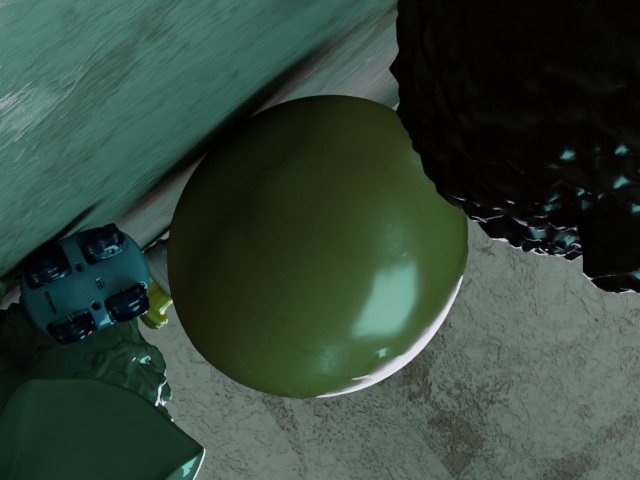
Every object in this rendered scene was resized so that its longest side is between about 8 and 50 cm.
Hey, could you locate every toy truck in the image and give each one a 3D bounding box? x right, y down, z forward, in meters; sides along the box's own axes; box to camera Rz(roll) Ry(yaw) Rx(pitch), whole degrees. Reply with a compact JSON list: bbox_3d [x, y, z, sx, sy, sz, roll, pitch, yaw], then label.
[{"bbox_3d":[-0.139,0.020,0.948,0.073,0.056,0.090,-23,-166,-10],"label":"toy truck"}]

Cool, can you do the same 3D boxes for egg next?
[{"bbox_3d":[0.000,0.000,1.112,0.201,0.201,0.244,-39,168,-28],"label":"egg"}]

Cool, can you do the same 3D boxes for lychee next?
[{"bbox_3d":[0.160,-0.100,0.730,0.260,0.260,0.260,-39,-179,0],"label":"lychee"}]

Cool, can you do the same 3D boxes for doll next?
[{"bbox_3d":[-0.101,0.001,1.592,0.207,0.081,0.129,-41,-161,14],"label":"doll"}]

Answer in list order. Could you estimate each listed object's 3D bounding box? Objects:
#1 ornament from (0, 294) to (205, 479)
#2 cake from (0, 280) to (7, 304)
[{"bbox_3d":[-0.137,0.118,0.935,0.120,0.130,0.285,-63,-159,13],"label":"ornament"},{"bbox_3d":[-0.201,0.074,0.893,0.121,0.065,0.052,-46,-178,6],"label":"cake"}]
